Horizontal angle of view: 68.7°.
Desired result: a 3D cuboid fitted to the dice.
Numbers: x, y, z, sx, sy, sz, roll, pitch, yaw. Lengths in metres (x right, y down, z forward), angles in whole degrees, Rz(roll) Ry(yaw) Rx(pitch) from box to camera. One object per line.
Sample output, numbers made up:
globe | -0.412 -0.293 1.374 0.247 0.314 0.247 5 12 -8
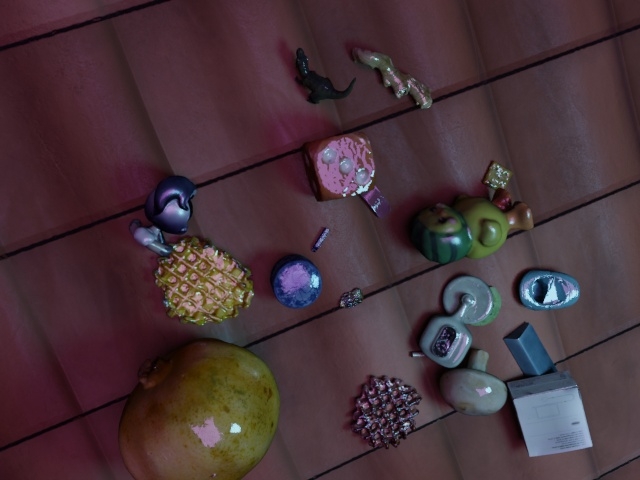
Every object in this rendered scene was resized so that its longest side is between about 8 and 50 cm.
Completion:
dice | 0.050 -0.207 1.334 0.174 0.175 0.179 -13 102 -10

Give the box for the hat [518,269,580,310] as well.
hat | 0.754 0.167 1.570 0.191 0.078 0.138 2 88 7

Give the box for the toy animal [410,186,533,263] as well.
toy animal | 0.441 -0.030 1.425 0.339 0.216 0.191 -16 126 -6

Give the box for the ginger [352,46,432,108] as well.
ginger | 0.215 -0.483 1.392 0.288 0.075 0.089 26 96 -17

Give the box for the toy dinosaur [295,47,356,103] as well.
toy dinosaur | -0.009 -0.446 1.291 0.187 0.179 0.087 39 87 -10

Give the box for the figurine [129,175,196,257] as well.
figurine | -0.427 -0.080 1.275 0.145 0.145 0.222 34 90 -13

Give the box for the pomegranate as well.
pomegranate | -0.316 0.446 1.219 0.417 0.417 0.416 -1 97 -11

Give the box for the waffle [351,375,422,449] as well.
waffle | 0.210 0.557 1.515 0.221 0.055 0.234 22 87 -11

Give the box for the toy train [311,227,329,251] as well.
toy train | 0.000 0.000 1.426 0.017 0.017 0.083 32 90 -12

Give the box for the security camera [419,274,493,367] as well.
security camera | 0.432 0.251 1.486 0.157 0.080 0.301 28 91 18

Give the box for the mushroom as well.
mushroom | 0.493 0.448 1.504 0.207 0.207 0.215 29 59 -13

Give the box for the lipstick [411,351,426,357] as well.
lipstick | 0.343 0.374 1.536 0.094 0.019 0.018 1 96 -11

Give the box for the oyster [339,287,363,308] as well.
oyster | 0.097 0.186 1.465 0.083 0.019 0.054 -24 101 -8

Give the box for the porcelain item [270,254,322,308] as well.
porcelain item | -0.072 0.120 1.377 0.147 0.114 0.147 -1 97 -10

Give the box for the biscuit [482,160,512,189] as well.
biscuit | 0.574 -0.204 1.517 0.083 0.018 0.081 27 90 -13

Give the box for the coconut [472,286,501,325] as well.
coconut | 0.535 0.222 1.540 0.158 0.055 0.133 -41 101 -3

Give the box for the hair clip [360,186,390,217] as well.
hair clip | 0.164 -0.130 1.442 0.054 0.022 0.137 -42 102 -7

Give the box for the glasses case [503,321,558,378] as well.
glasses case | 0.739 0.416 1.602 0.105 0.056 0.266 -35 102 -5

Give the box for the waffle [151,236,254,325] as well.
waffle | -0.335 0.117 1.351 0.281 0.060 0.262 -8 98 -10

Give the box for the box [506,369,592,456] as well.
box | 0.760 0.578 1.560 0.203 0.106 0.251 -18 104 13
